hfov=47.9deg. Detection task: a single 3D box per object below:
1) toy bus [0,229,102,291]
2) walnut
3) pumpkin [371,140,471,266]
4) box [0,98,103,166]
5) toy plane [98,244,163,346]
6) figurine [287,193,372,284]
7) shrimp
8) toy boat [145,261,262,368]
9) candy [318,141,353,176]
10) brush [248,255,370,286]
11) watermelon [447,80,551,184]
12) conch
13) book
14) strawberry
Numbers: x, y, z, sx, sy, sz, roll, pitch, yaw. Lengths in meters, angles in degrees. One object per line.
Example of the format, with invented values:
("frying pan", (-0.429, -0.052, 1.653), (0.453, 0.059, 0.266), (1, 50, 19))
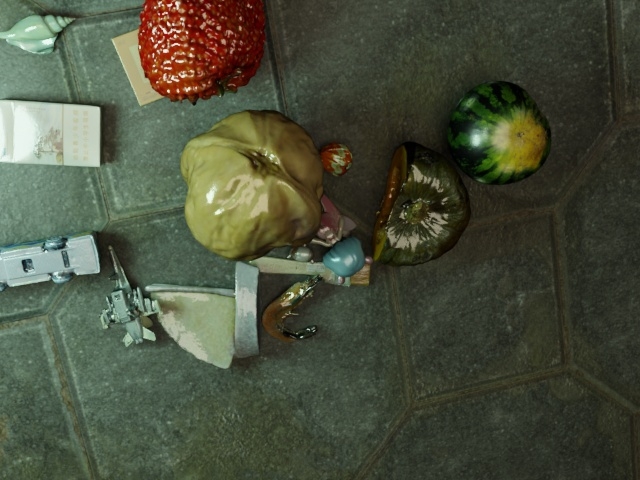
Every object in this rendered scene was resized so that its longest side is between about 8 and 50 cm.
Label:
("toy bus", (-0.703, 0.048, 1.747), (0.329, 0.136, 0.109), (-9, 106, -9))
("walnut", (-0.157, -0.124, 1.686), (0.383, 0.383, 0.384), (-2, 104, -10))
("pumpkin", (0.275, -0.078, 1.850), (0.232, 0.242, 0.325), (11, 105, -4))
("box", (-0.644, -0.257, 1.724), (0.233, 0.067, 0.150), (2, 101, -12))
("toy plane", (-0.504, 0.143, 1.835), (0.192, 0.088, 0.262), (-16, 103, 22))
("figurine", (0.007, -0.003, 1.882), (0.205, 0.103, 0.260), (-35, 94, -7))
("shrimp", (-0.052, 0.191, 1.944), (0.219, 0.046, 0.152), (-44, 107, 10))
("toy boat", (-0.273, 0.204, 1.893), (0.293, 0.111, 0.276), (-13, 105, 5))
("candy", (-0.058, -0.222, 1.851), (0.287, 0.078, 0.084), (7, 139, -2))
("brush", (-0.027, 0.076, 1.941), (0.336, 0.020, 0.086), (4, 102, -11))
("watermelon", (0.453, -0.267, 1.834), (0.268, 0.269, 0.269), (-2, 104, -10))
("conch", (-0.654, -0.487, 1.676), (0.180, 0.088, 0.065), (-16, 62, 0))
("book", (-0.418, -0.428, 1.752), (0.118, 0.012, 0.172), (-21, 106, -5))
("strawberry", (-0.270, -0.502, 1.628), (0.312, 0.267, 0.351), (-28, 130, -38))
